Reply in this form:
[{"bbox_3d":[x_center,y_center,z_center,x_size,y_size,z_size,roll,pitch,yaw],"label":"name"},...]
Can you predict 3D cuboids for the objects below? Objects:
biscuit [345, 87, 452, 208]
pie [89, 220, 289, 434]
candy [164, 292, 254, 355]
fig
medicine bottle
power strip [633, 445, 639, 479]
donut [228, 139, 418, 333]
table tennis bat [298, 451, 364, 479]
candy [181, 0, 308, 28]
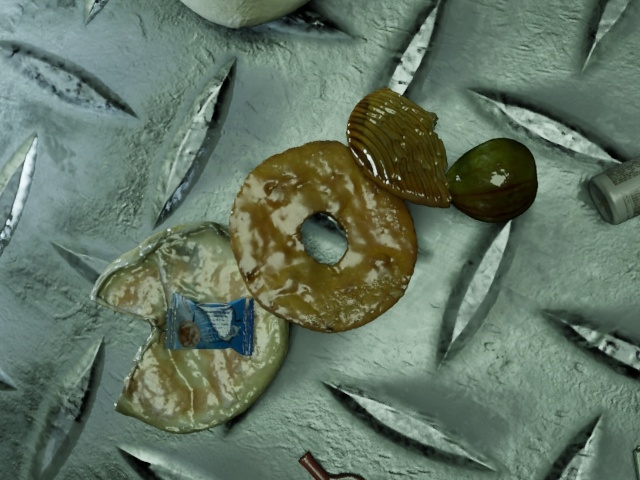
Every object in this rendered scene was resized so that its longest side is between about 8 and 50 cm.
[{"bbox_3d":[0.126,-0.137,1.022,0.176,0.031,0.228,-29,60,-29],"label":"biscuit"},{"bbox_3d":[-0.194,0.134,1.108,0.337,0.075,0.338,0,87,1],"label":"pie"},{"bbox_3d":[-0.165,0.123,1.054,0.136,0.038,0.088,4,101,8],"label":"candy"},{"bbox_3d":[0.200,-0.091,1.053,0.236,0.124,0.124,4,90,17],"label":"fig"},{"bbox_3d":[0.473,-0.085,1.034,0.140,0.079,0.079,-26,87,5],"label":"medicine bottle"},{"bbox_3d":[0.493,0.352,1.059,0.040,0.016,0.090,-8,89,6],"label":"power strip"},{"bbox_3d":[0.001,0.003,1.044,0.277,0.108,0.278,2,78,-8],"label":"donut"},{"bbox_3d":[0.024,0.394,1.110,0.098,0.019,0.155,-42,88,4],"label":"table tennis bat"},{"bbox_3d":[-0.121,-0.461,1.050,0.295,0.185,0.296,0,85,2],"label":"candy"}]
